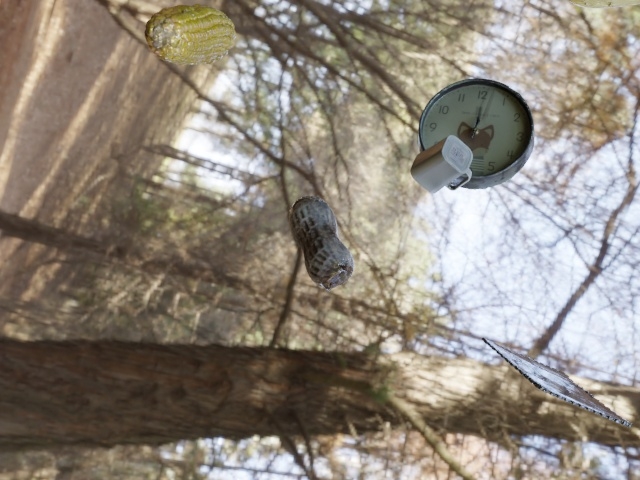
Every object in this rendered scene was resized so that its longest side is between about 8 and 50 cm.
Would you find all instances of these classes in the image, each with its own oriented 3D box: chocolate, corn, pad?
[{"bbox_3d":[0.000,0.000,1.632,0.110,0.110,0.248,-57,-135,38],"label":"chocolate"},{"bbox_3d":[-0.202,-0.322,1.193,0.291,0.101,0.101,-60,172,-74],"label":"corn"},{"bbox_3d":[0.513,0.309,1.682,0.012,0.269,0.269,-63,-161,7],"label":"pad"}]

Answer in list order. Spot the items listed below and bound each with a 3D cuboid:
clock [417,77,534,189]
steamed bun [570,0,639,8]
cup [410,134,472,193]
[{"bbox_3d":[0.430,-0.300,2.123,0.067,0.325,0.325,61,35,-67],"label":"clock"},{"bbox_3d":[0.614,-0.616,1.609,0.232,0.273,0.166,2,-105,28],"label":"steamed bun"},{"bbox_3d":[0.312,-0.179,1.900,0.129,0.128,0.095,-32,-156,54],"label":"cup"}]
